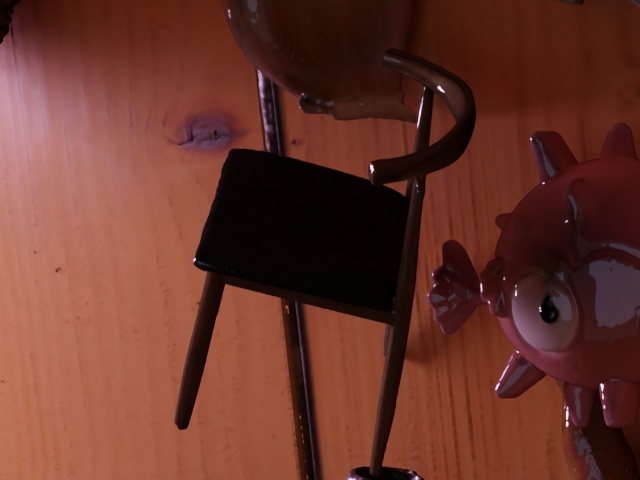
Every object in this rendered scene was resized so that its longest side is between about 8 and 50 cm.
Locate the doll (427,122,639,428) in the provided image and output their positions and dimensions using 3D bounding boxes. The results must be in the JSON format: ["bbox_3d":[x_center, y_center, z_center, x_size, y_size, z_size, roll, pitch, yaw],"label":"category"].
[{"bbox_3d":[0.189,0.025,1.314,0.262,0.093,0.211,-1,88,36],"label":"doll"}]

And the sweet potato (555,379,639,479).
[{"bbox_3d":[0.185,0.113,1.377,0.050,0.050,0.214,-28,77,40],"label":"sweet potato"}]

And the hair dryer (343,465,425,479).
[{"bbox_3d":[-0.043,0.300,1.582,0.359,0.120,0.303,21,107,47],"label":"hair dryer"}]

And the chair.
[{"bbox_3d":[0.000,0.000,1.371,0.166,0.188,0.272,14,121,-1],"label":"chair"}]

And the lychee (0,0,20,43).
[{"bbox_3d":[-0.412,-0.225,1.655,0.300,0.300,0.300,10,106,38],"label":"lychee"}]

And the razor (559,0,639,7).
[{"bbox_3d":[0.268,-0.134,1.241,0.278,0.056,0.111,42,122,25],"label":"razor"}]

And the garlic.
[{"bbox_3d":[0.002,-0.229,1.424,0.128,0.148,0.266,-118,32,-61],"label":"garlic"}]
